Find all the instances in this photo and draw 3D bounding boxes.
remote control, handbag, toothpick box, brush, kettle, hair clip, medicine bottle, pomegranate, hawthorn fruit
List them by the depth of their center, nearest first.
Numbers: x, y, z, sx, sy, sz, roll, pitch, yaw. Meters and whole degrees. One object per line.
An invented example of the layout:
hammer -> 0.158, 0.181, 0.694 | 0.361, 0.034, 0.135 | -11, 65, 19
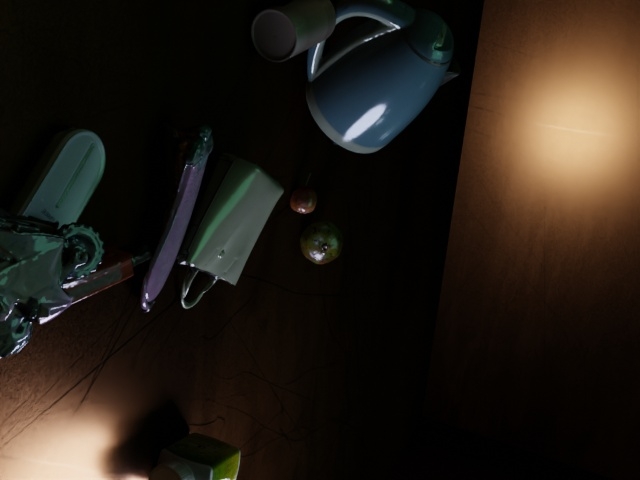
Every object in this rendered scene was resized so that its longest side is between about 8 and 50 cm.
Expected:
remote control -> -0.385, -0.051, 1.130 | 0.247, 0.052, 0.104 | -66, 156, -22
brush -> -0.374, 0.062, 1.216 | 0.323, 0.070, 0.051 | -27, 127, -59
hair clip -> -0.264, -0.042, 1.426 | 0.096, 0.110, 0.358 | 6, 106, -28
handbag -> -0.188, -0.002, 1.595 | 0.315, 0.109, 0.241 | -69, 159, -7
toothpick box -> -0.052, -0.441, 1.636 | 0.181, 0.111, 0.111 | -45, 144, -51
medicine bottle -> -0.269, 0.480, 1.662 | 0.188, 0.132, 0.088 | -11, 114, -67
kettle -> 0.125, -0.399, 1.777 | 0.342, 0.320, 0.247 | -38, -150, 49
hawthorn fruit -> -0.040, -0.116, 1.957 | 0.067, 0.067, 0.103 | 18, 75, -69
pomegranate -> 0.000, 0.000, 2.084 | 0.142, 0.115, 0.114 | -109, -153, -73

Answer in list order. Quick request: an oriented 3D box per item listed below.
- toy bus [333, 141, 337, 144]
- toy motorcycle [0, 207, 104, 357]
toy bus -> 0.116, -0.317, 2.138 | 0.201, 0.114, 0.098 | -42, 140, -55
toy motorcycle -> -0.408, 0.060, 1.006 | 0.108, 0.239, 0.204 | 38, -69, 67
